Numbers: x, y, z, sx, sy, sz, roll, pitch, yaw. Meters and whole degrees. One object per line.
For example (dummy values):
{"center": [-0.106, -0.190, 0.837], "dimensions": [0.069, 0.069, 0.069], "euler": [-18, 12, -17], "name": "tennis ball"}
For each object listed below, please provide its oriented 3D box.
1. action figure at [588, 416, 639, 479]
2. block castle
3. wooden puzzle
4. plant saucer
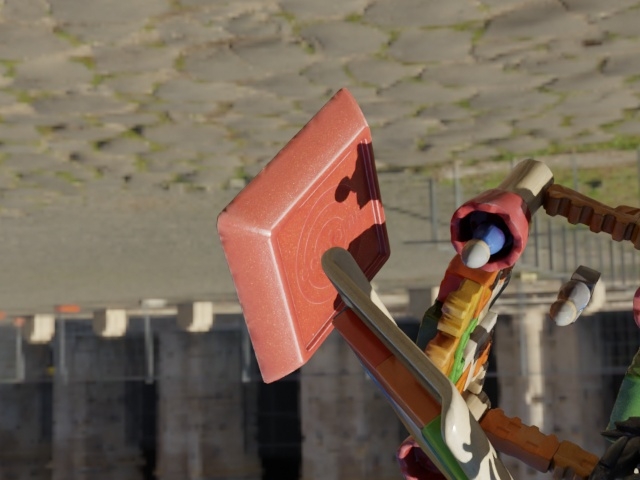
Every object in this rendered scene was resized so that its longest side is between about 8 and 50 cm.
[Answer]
{"center": [0.210, 0.202, 0.673], "dimensions": [0.164, 0.141, 0.276], "euler": [21, -148, 33], "name": "action figure"}
{"center": [0.264, 0.157, 1.295], "dimensions": [0.303, 0.453, 0.213], "euler": [24, -141, 20], "name": "block castle"}
{"center": [0.085, 0.135, 0.831], "dimensions": [0.044, 0.221, 0.238], "euler": [-35, -147, -1], "name": "wooden puzzle"}
{"center": [0.000, 0.000, 1.268], "dimensions": [0.048, 0.259, 0.258], "euler": [16, -132, 31], "name": "plant saucer"}
